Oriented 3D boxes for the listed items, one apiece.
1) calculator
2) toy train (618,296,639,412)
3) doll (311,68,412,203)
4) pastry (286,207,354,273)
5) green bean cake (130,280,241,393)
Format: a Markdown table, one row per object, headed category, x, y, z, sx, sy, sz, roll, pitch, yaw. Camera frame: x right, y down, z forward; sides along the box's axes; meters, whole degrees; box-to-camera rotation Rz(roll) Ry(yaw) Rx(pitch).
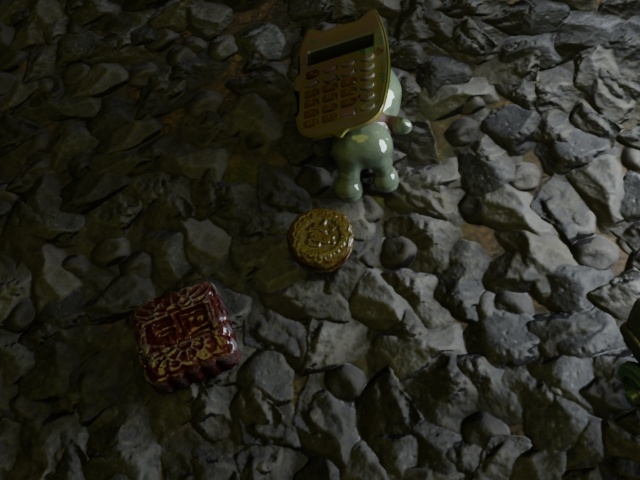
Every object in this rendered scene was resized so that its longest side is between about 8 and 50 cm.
| category | x | y | z | sx | sy | sz | roll | pitch | yaw |
| --- | --- | --- | --- | --- | --- | --- | --- | --- | --- |
| calculator | 0.033 | -0.242 | 1.257 | 0.157 | 0.033 | 0.236 | -12 | 53 | 21 |
| toy train | 0.465 | 0.178 | 0.940 | 0.150 | 0.221 | 0.304 | -26 | 60 | -8 |
| doll | 0.064 | -0.195 | 1.291 | 0.155 | 0.113 | 0.275 | -8 | 59 | 13 |
| pastry | 0.000 | 0.000 | 1.224 | 0.097 | 0.057 | 0.109 | -7 | 61 | -1 |
| green bean cake | -0.192 | 0.133 | 1.178 | 0.135 | 0.056 | 0.135 | -22 | 59 | -2 |
